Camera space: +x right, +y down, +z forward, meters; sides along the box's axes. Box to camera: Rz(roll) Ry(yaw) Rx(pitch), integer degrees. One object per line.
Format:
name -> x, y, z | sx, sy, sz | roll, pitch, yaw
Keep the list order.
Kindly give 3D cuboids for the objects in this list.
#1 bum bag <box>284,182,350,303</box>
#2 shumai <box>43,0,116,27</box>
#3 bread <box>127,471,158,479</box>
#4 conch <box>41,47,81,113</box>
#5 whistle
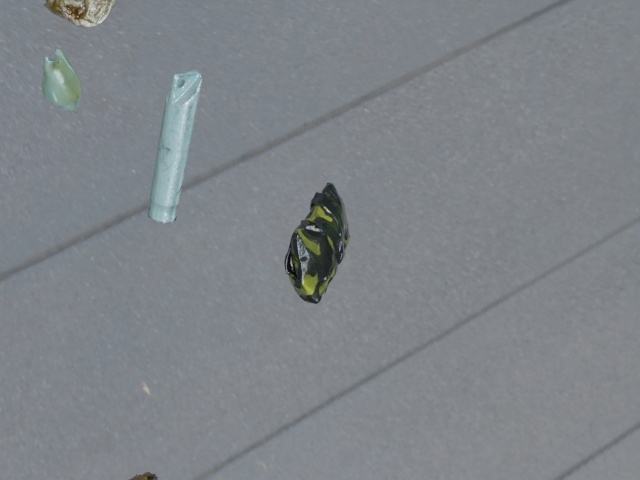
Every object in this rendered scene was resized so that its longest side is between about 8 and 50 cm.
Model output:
bum bag -> 0.000, 0.000, 1.256 | 0.060, 0.232, 0.106 | -9, 113, 17
shumai -> -0.402, -0.428, 1.449 | 0.145, 0.145, 0.116 | -47, 151, -5
bread -> -0.143, 0.213, 0.558 | 0.044, 0.126, 0.129 | 6, 97, 16
conch -> -0.443, -0.277, 1.553 | 0.065, 0.180, 0.088 | 19, 65, 8
whistle -> -0.274, -0.173, 1.667 | 0.062, 0.062, 0.312 | -3, 128, -27
